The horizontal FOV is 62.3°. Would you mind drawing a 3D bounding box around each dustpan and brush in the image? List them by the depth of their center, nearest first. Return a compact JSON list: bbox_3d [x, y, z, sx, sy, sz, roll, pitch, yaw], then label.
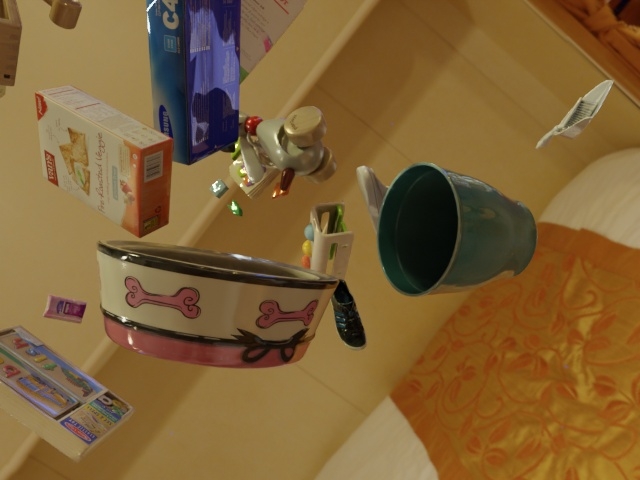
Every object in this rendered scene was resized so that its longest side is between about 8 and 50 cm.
[{"bbox_3d":[0.567,-0.267,1.214,0.147,0.060,0.211,-51,-13,-28],"label":"dustpan and brush"}]

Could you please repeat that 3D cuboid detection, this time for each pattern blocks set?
[{"bbox_3d":[-0.177,-0.223,1.558,0.324,0.285,0.026,-54,-34,-2],"label":"pattern blocks set"}]

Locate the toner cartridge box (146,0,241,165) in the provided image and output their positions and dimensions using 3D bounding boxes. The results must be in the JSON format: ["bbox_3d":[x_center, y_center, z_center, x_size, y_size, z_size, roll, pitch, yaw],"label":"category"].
[{"bbox_3d":[-0.206,-0.318,0.884,0.165,0.075,0.347,-45,-34,-55],"label":"toner cartridge box"}]

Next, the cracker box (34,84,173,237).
[{"bbox_3d":[-0.340,-0.126,0.829,0.067,0.232,0.155,-37,-32,-48],"label":"cracker box"}]

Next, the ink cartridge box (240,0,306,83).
[{"bbox_3d":[-0.183,-0.577,1.325,0.353,0.207,0.119,-45,18,14],"label":"ink cartridge box"}]

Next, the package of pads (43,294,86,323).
[{"bbox_3d":[-0.579,0.157,1.200,0.032,0.083,0.050,-28,52,49],"label":"package of pads"}]

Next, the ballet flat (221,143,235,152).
[{"bbox_3d":[-0.275,-0.321,1.508,0.058,0.049,0.173,-27,60,33],"label":"ballet flat"}]

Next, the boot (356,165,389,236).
[{"bbox_3d":[0.172,-0.109,1.316,0.124,0.258,0.095,-21,55,3],"label":"boot"}]

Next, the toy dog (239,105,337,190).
[{"bbox_3d":[-0.121,-0.189,1.128,0.334,0.220,0.160,6,55,47],"label":"toy dog"}]

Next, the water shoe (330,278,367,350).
[{"bbox_3d":[0.069,0.202,1.442,0.073,0.203,0.080,-17,-29,-10],"label":"water shoe"}]

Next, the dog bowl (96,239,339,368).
[{"bbox_3d":[-0.181,0.103,0.913,0.408,0.409,0.150,-171,91,-79],"label":"dog bowl"}]

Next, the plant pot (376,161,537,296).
[{"bbox_3d":[0.298,-0.014,1.119,0.272,0.256,0.271,-16,72,61],"label":"plant pot"}]

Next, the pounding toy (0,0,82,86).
[{"bbox_3d":[-0.411,-0.275,0.652,0.094,0.206,0.181,-55,51,36],"label":"pounding toy"}]

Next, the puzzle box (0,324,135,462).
[{"bbox_3d":[-0.688,0.365,1.321,0.052,0.409,0.272,-55,-2,2],"label":"puzzle box"}]

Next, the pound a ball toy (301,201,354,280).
[{"bbox_3d":[0.000,0.000,1.679,0.319,0.136,0.208,99,160,-54],"label":"pound a ball toy"}]

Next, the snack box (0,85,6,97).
[{"bbox_3d":[-0.932,-0.408,1.391,0.187,0.060,0.321,-55,16,36],"label":"snack box"}]
